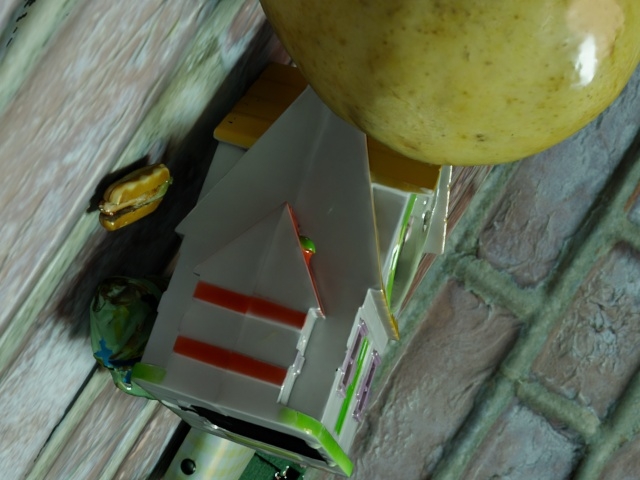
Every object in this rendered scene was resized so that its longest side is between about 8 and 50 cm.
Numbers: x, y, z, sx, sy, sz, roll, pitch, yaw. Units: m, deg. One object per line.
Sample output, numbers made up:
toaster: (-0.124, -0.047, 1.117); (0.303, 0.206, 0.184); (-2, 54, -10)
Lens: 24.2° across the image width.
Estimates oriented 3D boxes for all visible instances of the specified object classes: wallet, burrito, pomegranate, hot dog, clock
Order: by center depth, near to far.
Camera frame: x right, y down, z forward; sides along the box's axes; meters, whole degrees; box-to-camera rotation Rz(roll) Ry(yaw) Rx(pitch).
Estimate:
pomegranate: (0.083, -0.173, 0.900); (0.260, 0.260, 0.260); (-56, 170, -14)
hot dog: (-0.124, -0.031, 0.979); (0.083, 0.021, 0.037); (-33, 142, -68)
clock: (0.000, 0.000, 1.110); (0.235, 0.166, 0.310); (65, 42, -73)
burrito: (-0.131, 0.077, 1.179); (0.104, 0.054, 0.288); (-59, 171, 3)
wallet: (-0.077, 0.158, 1.699); (0.310, 0.077, 0.223); (-62, 170, 5)

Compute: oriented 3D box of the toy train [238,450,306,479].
toy train: (-0.146, 0.389, 1.873); (0.330, 0.138, 0.178); (-55, 175, -13)
